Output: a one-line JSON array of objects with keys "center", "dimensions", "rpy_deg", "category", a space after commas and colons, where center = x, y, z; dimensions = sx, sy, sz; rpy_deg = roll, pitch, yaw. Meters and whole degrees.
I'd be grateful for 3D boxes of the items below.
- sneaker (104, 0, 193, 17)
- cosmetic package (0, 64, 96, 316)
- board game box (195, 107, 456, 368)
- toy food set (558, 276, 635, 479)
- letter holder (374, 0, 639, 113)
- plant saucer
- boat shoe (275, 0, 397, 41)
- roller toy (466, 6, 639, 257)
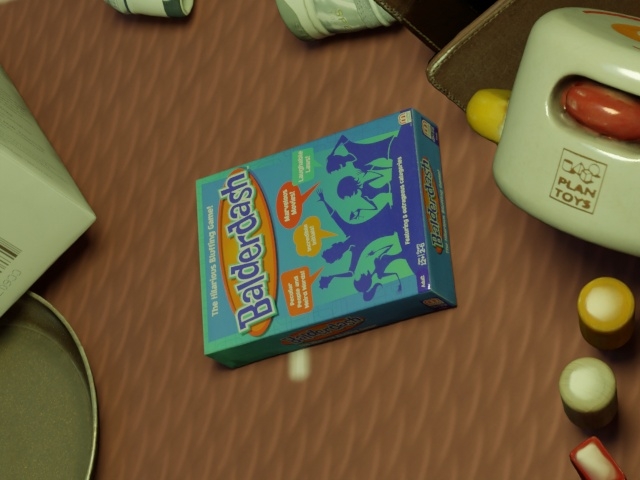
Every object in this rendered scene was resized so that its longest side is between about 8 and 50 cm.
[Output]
[{"center": [-0.109, -0.315, 1.727], "dimensions": [0.091, 0.094, 0.258], "rpy_deg": [18, 86, 18], "category": "sneaker"}, {"center": [-0.381, -0.085, 1.723], "dimensions": [0.217, 0.156, 0.385], "rpy_deg": [-46, 46, 6], "category": "cosmetic package"}, {"center": [0.000, 0.000, 1.548], "dimensions": [0.210, 0.047, 0.160], "rpy_deg": [-18, 63, 27], "category": "board game box"}, {"center": [0.236, 0.147, 1.332], "dimensions": [0.111, 0.104, 0.232], "rpy_deg": [-39, 73, -2], "category": "toy food set"}, {"center": [0.172, -0.257, 1.434], "dimensions": [0.302, 0.214, 0.152], "rpy_deg": [-35, 57, 16], "category": "letter holder"}, {"center": [-0.306, 0.190, 1.669], "dimensions": [0.311, 0.050, 0.310], "rpy_deg": [-12, 65, 28], "category": "plant saucer"}, {"center": [0.023, -0.326, 1.624], "dimensions": [0.103, 0.118, 0.320], "rpy_deg": [-4, 74, 25], "category": "boat shoe"}, {"center": [0.220, -0.068, 1.333], "dimensions": [0.191, 0.209, 0.146], "rpy_deg": [-122, 45, -66], "category": "roller toy"}]
